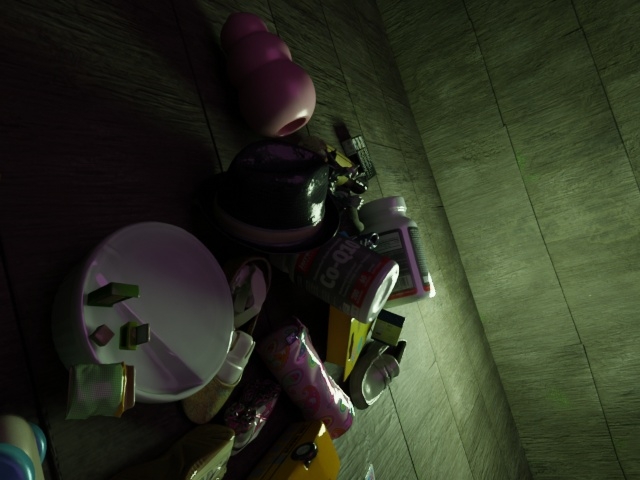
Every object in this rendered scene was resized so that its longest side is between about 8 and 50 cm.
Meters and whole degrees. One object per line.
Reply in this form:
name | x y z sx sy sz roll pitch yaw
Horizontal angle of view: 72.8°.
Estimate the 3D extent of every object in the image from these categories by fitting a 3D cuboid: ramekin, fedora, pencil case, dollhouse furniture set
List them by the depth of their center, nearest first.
dollhouse furniture set | -0.248 0.132 0.520 0.076 0.058 0.152 20 57 -52
ramekin | -0.274 0.115 0.673 0.273 0.127 0.273 37 43 -45
fedora | -0.091 -0.118 0.944 0.333 0.153 0.334 14 40 -12
pencil case | -0.029 0.312 0.975 0.284 0.124 0.124 61 31 -17

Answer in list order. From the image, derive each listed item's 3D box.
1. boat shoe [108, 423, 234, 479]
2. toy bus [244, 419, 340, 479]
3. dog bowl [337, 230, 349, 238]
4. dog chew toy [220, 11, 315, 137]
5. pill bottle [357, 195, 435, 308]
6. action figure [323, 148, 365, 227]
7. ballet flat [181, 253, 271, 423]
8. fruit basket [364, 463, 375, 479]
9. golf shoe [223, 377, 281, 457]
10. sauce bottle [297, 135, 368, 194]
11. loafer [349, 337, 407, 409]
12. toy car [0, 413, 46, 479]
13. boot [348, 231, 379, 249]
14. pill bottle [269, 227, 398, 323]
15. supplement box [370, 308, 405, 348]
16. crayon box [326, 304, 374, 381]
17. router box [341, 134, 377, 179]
boat shoe | -0.223 0.371 0.632 0.285 0.104 0.090 -8 103 -62
toy bus | -0.075 0.472 0.794 0.332 0.130 0.108 -29 100 -60
dog bowl | 0.000 0.000 1.254 0.297 0.074 0.166 51 35 -30
dog chew toy | -0.152 -0.444 1.145 0.332 0.206 0.206 62 30 2
pill bottle | 0.254 0.043 1.514 0.210 0.210 0.363 5 69 -58
action figure | 0.066 -0.161 1.297 0.276 0.140 0.164 75 23 -61
ballet flat | -0.168 0.165 0.835 0.123 0.123 0.349 47 37 -35
fruit basket | 0.092 0.721 0.902 0.327 0.165 0.354 -13 88 -61
golf shoe | -0.137 0.339 0.852 0.186 0.067 0.086 -28 132 -66
sauce bottle | 0.052 -0.232 1.438 0.344 0.111 0.112 22 55 -53
loafer | 0.176 0.377 1.288 0.112 0.111 0.319 65 30 -10
toy car | -0.376 0.293 0.384 0.237 0.219 0.211 -11 83 -31
boot | 0.104 0.019 1.253 0.069 0.086 0.190 66 29 -11
pill bottle | 0.026 0.062 1.034 0.161 0.283 0.161 -48 154 -33
supplement box | 0.207 0.268 1.329 0.056 0.083 0.083 -42 149 -62
crayon box | 0.092 0.201 1.195 0.318 0.081 0.202 -47 146 -58
router box | 0.158 -0.325 1.734 0.179 0.046 0.133 66 29 -9
